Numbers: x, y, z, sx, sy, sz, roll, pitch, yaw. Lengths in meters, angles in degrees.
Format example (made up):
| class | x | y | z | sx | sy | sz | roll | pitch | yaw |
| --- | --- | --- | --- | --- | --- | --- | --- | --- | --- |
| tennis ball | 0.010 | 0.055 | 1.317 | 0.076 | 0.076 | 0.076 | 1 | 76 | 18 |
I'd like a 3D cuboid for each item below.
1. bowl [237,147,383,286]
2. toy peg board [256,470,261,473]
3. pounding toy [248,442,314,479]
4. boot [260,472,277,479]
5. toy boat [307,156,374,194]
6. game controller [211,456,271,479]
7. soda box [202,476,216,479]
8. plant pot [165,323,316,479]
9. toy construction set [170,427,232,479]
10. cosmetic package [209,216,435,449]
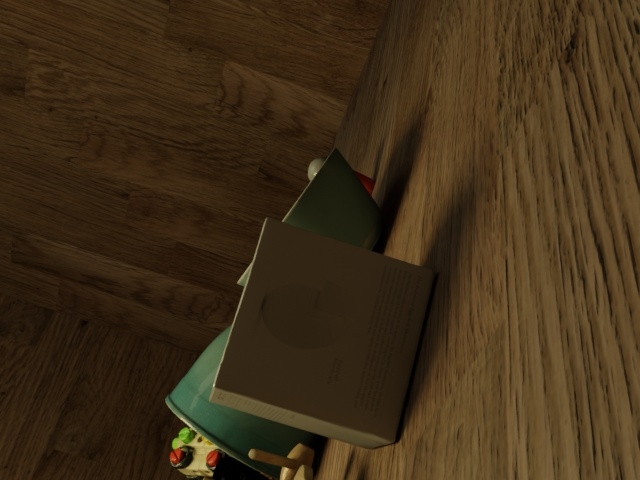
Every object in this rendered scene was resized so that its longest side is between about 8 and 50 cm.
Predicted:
| class | x | y | z | sx | sy | sz | roll | pitch | yaw |
| --- | --- | --- | --- | --- | --- | --- | --- | --- | --- |
| bowl | 0.000 | 0.000 | 1.564 | 0.311 | 0.163 | 0.311 | -53 | 2 | 3 |
| toy peg board | -0.163 | 0.554 | 1.990 | 0.160 | 0.079 | 0.161 | 176 | 113 | -84 |
| pounding toy | -0.047 | 0.367 | 1.083 | 0.269 | 0.155 | 0.154 | -135 | 68 | -84 |
| boot | -0.095 | 0.481 | 1.707 | 0.084 | 0.059 | 0.157 | -72 | 2 | -65 |
| toy boat | 0.007 | -0.021 | 1.839 | 0.267 | 0.148 | 0.318 | 135 | 154 | -73 |
| game controller | -0.127 | 0.493 | 1.403 | 0.067 | 0.166 | 0.319 | -40 | 17 | 17 |
| soda box | -0.114 | 0.443 | 1.349 | 0.058 | 0.181 | 0.061 | -81 | 12 | -64 |
| plant pot | -0.092 | 0.246 | 1.510 | 0.255 | 0.272 | 0.271 | -58 | 4 | -6 |
| toy construction set | -0.198 | 0.408 | 1.800 | 0.328 | 0.151 | 0.215 | -21 | 38 | 45 |
| cosmetic package | 0.000 | 0.122 | 1.072 | 0.138 | 0.225 | 0.224 | 117 | 171 | -70 |
